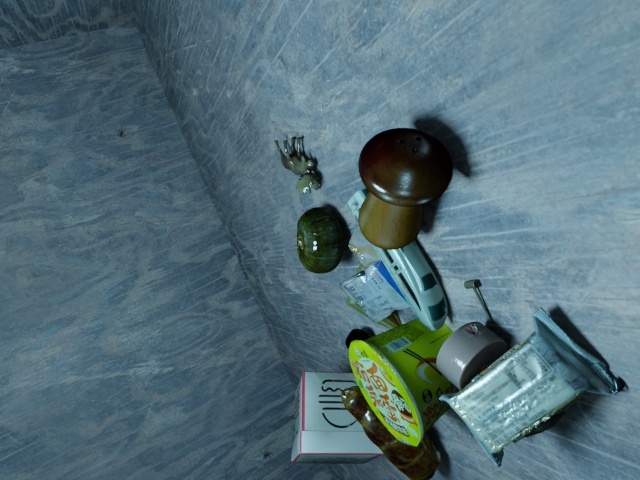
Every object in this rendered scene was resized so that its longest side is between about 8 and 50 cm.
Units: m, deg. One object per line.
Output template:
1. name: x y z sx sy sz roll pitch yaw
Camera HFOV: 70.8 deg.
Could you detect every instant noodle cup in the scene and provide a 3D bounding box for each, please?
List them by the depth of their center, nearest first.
1. instant noodle cup: 0.253 0.361 1.224 0.311 0.222 0.311 49 153 35

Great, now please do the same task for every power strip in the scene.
1. power strip: 0.343 0.261 1.016 0.078 0.154 0.154 44 150 47

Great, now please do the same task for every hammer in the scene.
1. hammer: 0.366 0.139 1.023 0.110 0.019 0.035 61 158 -3

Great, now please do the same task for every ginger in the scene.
1. ginger: 0.276 0.612 1.482 0.254 0.176 0.418 -35 95 23

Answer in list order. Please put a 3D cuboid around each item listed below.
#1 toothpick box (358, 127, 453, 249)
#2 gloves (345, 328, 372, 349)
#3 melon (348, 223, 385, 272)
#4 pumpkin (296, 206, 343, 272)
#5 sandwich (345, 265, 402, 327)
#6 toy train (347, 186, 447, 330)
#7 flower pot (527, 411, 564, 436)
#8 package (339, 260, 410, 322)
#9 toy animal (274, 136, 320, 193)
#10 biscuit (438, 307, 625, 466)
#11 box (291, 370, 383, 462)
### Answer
1. toothpick box: 0.170 -0.109 0.988 0.192 0.192 0.294 54 162 25
2. gloves: 0.178 0.421 1.596 0.203 0.124 0.164 45 -179 -6
3. melon: 0.160 0.050 1.291 0.140 0.093 0.202 1 121 53
4. pumpkin: 0.000 0.000 1.501 0.224 0.158 0.223 170 90 -76
5. sandwich: 0.194 0.182 1.446 0.187 0.144 0.117 32 164 -16
6. toy train: 0.216 0.040 1.162 0.406 0.087 0.088 60 151 12
7. flower pot: 0.426 0.370 1.007 0.108 0.103 0.229 58 155 17
8. package: 0.166 0.154 1.308 0.173 0.027 0.171 -34 102 36
9. toy animal: -0.071 -0.251 1.505 0.214 0.094 0.185 -146 42 -64
10. biscuit: 0.389 0.298 0.877 0.186 0.079 0.309 48 116 21
11. box: 0.057 0.705 1.777 0.312 0.315 0.299 104 167 -57
